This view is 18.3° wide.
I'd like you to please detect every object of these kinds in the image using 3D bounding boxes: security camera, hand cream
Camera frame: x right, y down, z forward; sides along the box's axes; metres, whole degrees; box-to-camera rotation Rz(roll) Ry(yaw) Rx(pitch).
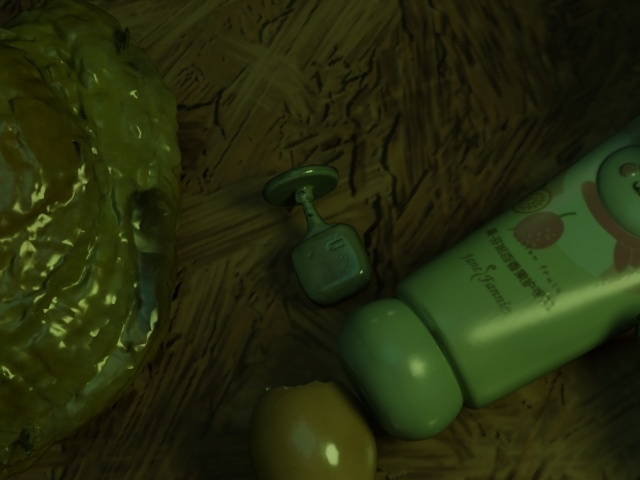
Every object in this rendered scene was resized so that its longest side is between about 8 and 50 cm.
[{"bbox_3d":[0.000,0.000,1.332,0.058,0.058,0.092,-20,72,9],"label":"security camera"},{"bbox_3d":[0.157,0.019,1.251,0.306,0.093,0.147,-31,57,-9],"label":"hand cream"}]

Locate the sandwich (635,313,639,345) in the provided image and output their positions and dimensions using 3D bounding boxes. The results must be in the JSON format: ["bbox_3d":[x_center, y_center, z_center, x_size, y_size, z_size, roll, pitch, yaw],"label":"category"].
[{"bbox_3d":[0.295,0.122,1.153,0.235,0.079,0.159,7,77,26],"label":"sandwich"}]

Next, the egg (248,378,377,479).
[{"bbox_3d":[-0.004,0.135,1.241,0.080,0.080,0.096,-11,70,13],"label":"egg"}]

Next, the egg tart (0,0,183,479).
[{"bbox_3d":[-0.252,-0.003,1.358,0.351,0.153,0.339,-26,62,6],"label":"egg tart"}]
